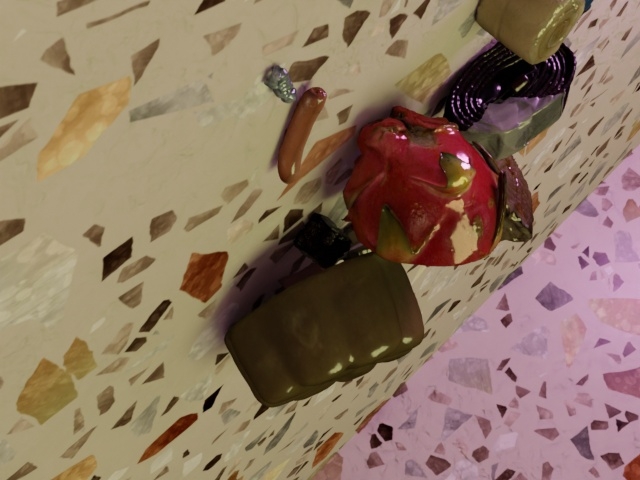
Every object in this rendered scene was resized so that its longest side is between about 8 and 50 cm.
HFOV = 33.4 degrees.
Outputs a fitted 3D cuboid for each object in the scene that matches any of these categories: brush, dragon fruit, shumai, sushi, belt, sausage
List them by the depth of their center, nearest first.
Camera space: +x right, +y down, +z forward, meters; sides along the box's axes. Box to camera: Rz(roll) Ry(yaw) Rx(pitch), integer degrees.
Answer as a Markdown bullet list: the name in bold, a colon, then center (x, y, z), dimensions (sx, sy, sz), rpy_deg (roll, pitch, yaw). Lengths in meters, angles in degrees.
- **sausage**: center (-0.033, -0.166, 1.673), dimensions (0.043, 0.043, 0.186), rpy_deg (-29, 153, -42)
- **dragon fruit**: center (0.188, -0.111, 1.903), dimensions (0.305, 0.305, 0.225), rpy_deg (-28, 131, -44)
- **sushi**: center (0.001, 0.001, 2.018), dimensions (0.084, 0.098, 0.094), rpy_deg (-53, 141, 5)
- **belt**: center (0.366, -0.276, 2.102), dimensions (0.289, 0.184, 0.164), rpy_deg (-37, 163, -14)
- **brush**: center (0.034, 0.032, 2.158), dimensions (0.301, 0.084, 0.071), rpy_deg (-24, 152, -37)
- **shumai**: center (0.352, -0.078, 2.557), dimensions (0.283, 0.217, 0.346), rpy_deg (-21, 157, 26)

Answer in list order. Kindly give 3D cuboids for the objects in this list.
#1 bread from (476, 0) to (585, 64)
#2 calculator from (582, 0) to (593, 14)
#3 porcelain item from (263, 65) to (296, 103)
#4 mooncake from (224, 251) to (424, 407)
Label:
- **bread**: center (0.375, -0.410, 1.914), dimensions (0.134, 0.141, 0.148), rpy_deg (-29, 152, -45)
- **calculator**: center (0.571, -0.516, 2.309), dimensions (0.094, 0.019, 0.141), rpy_deg (-22, 150, -50)
- **porcelain item**: center (-0.056, -0.224, 1.534), dimensions (0.036, 0.028, 0.083), rpy_deg (-45, 160, 1)
- **mooncake**: center (0.011, 0.183, 2.045), dimensions (0.378, 0.200, 0.378), rpy_deg (-27, 171, -5)
